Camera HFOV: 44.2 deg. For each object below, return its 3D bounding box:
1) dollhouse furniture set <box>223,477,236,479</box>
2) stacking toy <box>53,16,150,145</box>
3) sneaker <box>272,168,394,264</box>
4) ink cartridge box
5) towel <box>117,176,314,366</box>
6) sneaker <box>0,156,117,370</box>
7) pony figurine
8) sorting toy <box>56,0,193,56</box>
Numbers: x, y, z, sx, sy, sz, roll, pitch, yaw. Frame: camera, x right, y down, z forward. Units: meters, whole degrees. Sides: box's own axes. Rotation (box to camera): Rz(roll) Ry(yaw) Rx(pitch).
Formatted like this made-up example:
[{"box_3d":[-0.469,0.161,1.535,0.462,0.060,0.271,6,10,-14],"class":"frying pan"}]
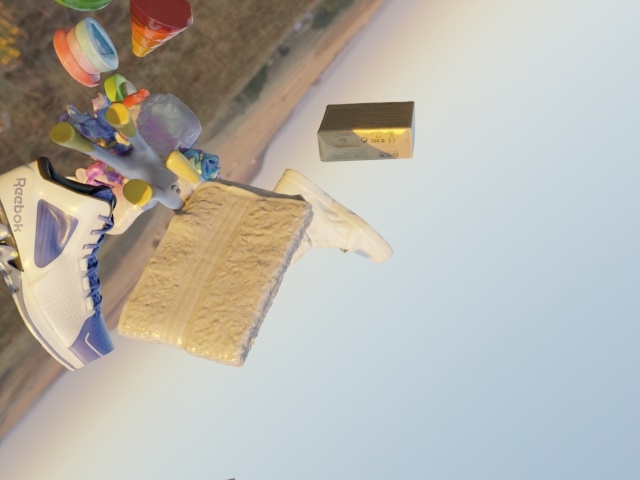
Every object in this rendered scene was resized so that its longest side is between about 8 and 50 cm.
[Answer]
[{"box_3d":[-0.097,0.458,1.029,0.286,0.198,0.303,-12,-176,-12],"class":"dollhouse furniture set"},{"box_3d":[-0.488,-0.405,1.920,0.130,0.309,0.279,-24,-160,12],"class":"stacking toy"},{"box_3d":[0.000,0.000,1.672,0.169,0.292,0.108,-56,-175,-16],"class":"sneaker"},{"box_3d":[0.121,-0.278,1.999,0.234,0.088,0.193,-1,-151,11],"class":"ink cartridge box"},{"box_3d":[-0.138,0.033,1.095,0.049,0.187,0.282,79,29,-53],"class":"towel"},{"box_3d":[-0.351,0.015,1.115,0.182,0.316,0.127,-28,-168,-3],"class":"sneaker"},{"box_3d":[-0.315,-0.126,1.417,0.303,0.351,0.363,-53,160,-3],"class":"pony figurine"},{"box_3d":[-0.406,-0.391,1.336,0.126,0.365,0.127,-50,-136,40],"class":"sorting toy"}]
